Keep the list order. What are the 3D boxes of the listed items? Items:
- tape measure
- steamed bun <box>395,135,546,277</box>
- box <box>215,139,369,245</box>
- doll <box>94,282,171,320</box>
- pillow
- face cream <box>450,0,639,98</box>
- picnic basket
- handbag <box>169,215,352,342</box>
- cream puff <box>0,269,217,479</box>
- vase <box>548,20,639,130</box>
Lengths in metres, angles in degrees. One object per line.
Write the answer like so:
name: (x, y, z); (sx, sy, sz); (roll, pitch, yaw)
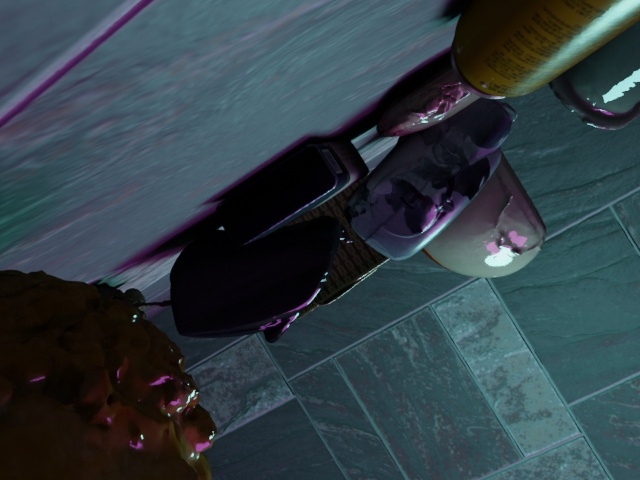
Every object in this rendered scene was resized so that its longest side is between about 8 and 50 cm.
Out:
tape measure: (0.163, -0.090, 1.200); (0.256, 0.147, 0.275); (-47, -179, -17)
steamed bun: (0.273, -0.088, 1.538); (0.241, 0.374, 0.374); (-30, 180, 19)
box: (-0.031, -0.074, 1.104); (0.168, 0.071, 0.259); (-31, -178, 16)
doll: (-0.312, 0.106, 1.210); (0.203, 0.091, 0.286); (3, -179, 20)
pillow: (0.205, -0.223, 1.038); (0.270, 0.067, 0.173); (-32, -175, -6)
face cream: (0.187, -0.191, 0.622); (0.105, 0.105, 0.349); (-32, 179, -10)
picnic basket: (0.000, 0.000, 1.612); (0.313, 0.228, 0.175); (-32, -179, 4)
handbag: (-0.082, 0.064, 1.265); (0.275, 0.177, 0.302); (-4, -173, 3)
cream puff: (-0.233, 0.140, 0.462); (0.327, 0.231, 0.343); (-26, -176, -23)
vase: (0.578, -0.369, 1.378); (0.245, 0.245, 0.291); (-31, 174, -30)
